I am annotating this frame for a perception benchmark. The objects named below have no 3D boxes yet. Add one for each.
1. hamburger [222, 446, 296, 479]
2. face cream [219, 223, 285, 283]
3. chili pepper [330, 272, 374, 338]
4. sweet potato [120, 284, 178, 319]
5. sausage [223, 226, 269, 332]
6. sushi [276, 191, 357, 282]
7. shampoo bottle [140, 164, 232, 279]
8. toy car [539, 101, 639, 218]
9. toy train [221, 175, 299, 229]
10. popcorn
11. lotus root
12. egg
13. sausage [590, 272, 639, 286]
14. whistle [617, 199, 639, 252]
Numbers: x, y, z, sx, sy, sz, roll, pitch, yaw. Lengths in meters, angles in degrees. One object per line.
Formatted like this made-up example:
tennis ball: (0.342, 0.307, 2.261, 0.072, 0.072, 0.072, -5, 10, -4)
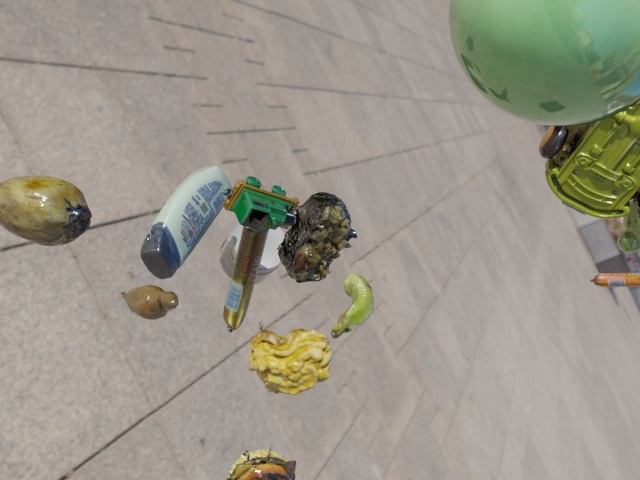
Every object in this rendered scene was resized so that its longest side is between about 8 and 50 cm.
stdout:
hamburger: (-0.199, 0.774, 2.256, 0.243, 0.262, 0.139, 6, 31, -23)
face cream: (-0.209, 0.035, 2.129, 0.177, 0.153, 0.177, 11, 63, -22)
chili pepper: (0.053, 0.093, 0.993, 0.049, 0.043, 0.208, 37, 17, -6)
sweet potato: (-0.346, 0.131, 1.445, 0.074, 0.269, 0.075, 2, 87, -36)
sausage: (-0.220, 0.114, 1.948, 0.082, 0.372, 0.082, 13, 27, -7)
sushi: (0.000, 0.000, 1.618, 0.147, 0.212, 0.115, 18, 22, -42)
shampoo bottle: (-0.341, -0.062, 1.756, 0.134, 0.078, 0.359, 65, 33, -31)
toy car: (0.456, -0.162, 1.049, 0.200, 0.248, 0.142, 31, 38, -3)
toy train: (-0.145, -0.082, 1.743, 0.227, 0.091, 0.136, 18, 31, -34)
popcorn: (-0.068, 0.283, 1.572, 0.140, 0.194, 0.163, -80, 170, -54)
lotus root: (-0.520, -0.058, 1.247, 0.138, 0.214, 0.138, 10, 90, -88)
egg: (0.243, -0.223, 0.674, 0.269, 0.220, 0.220, -20, 84, -51)
sausage: (0.628, 0.084, 1.463, 0.031, 0.107, 0.031, 5, 84, -59)
whistle: (0.569, -0.098, 1.151, 0.106, 0.131, 0.289, 30, 64, -75)
